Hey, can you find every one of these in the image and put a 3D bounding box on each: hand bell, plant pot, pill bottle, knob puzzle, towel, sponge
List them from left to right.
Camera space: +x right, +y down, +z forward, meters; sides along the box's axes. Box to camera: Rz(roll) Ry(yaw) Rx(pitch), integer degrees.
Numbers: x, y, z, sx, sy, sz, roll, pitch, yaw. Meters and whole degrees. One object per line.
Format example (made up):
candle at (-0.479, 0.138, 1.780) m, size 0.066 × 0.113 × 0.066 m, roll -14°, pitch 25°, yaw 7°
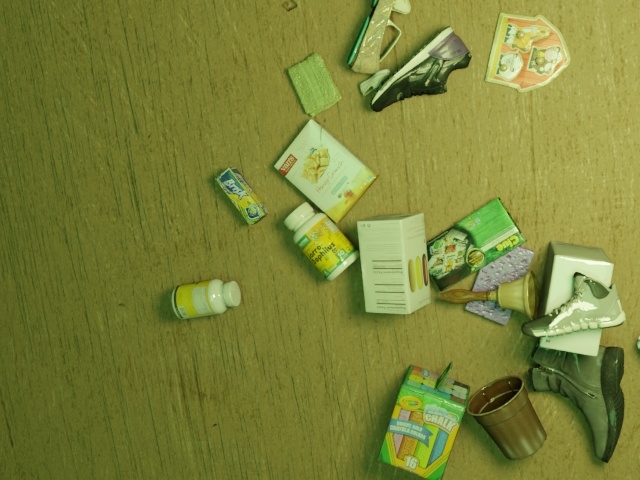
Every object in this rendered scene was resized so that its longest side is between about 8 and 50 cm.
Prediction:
pill bottle at (-0.329, 0.167, 2.125) m, size 0.184 × 0.103 × 0.103 m, roll -10°, pitch 96°, yaw 16°
towel at (-0.017, -0.421, 1.988) m, size 0.110 × 0.027 × 0.148 m, roll -26°, pitch 92°, yaw 19°
pill bottle at (0.000, 0.000, 2.000) m, size 0.117 × 0.117 × 0.208 m, roll -43°, pitch 86°, yaw 17°
hand bell at (0.427, 0.145, 1.892) m, size 0.241 × 0.126 × 0.126 m, roll -4°, pitch 97°, yaw 27°
sponge at (0.471, 0.105, 1.929) m, size 0.117 × 0.031 × 0.210 m, roll 20°, pitch 103°, yaw 11°
plant pot at (0.495, 0.470, 1.918) m, size 0.166 × 0.167 × 0.165 m, roll -30°, pitch 97°, yaw 18°
knob puzzle at (0.524, -0.465, 1.828) m, size 0.213 × 0.030 × 0.213 m, roll 2°, pitch 99°, yaw 15°

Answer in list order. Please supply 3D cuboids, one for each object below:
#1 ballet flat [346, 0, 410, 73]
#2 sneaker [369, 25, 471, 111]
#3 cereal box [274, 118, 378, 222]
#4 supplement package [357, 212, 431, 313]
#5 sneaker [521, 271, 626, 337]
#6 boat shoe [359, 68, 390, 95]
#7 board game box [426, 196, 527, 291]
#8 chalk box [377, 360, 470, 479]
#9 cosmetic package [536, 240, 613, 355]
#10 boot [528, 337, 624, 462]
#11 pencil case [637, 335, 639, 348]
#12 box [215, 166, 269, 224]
ballet flat at (0.168, -0.577, 1.886) m, size 0.106 × 0.108 × 0.316 m, roll 19°, pitch 109°, yaw -8°
sneaker at (0.258, -0.406, 1.876) m, size 0.283 × 0.107 × 0.124 m, roll -40°, pitch 93°, yaw 17°
cereal box at (0.014, -0.190, 2.003) m, size 0.240 × 0.047 × 0.173 m, roll 41°, pitch 107°, yaw 6°
supplement package at (0.196, 0.059, 1.930) m, size 0.133 × 0.139 × 0.244 m, roll -1°, pitch 99°, yaw 34°
sneaker at (0.559, 0.139, 1.653) m, size 0.228 × 0.086 × 0.132 m, roll -10°, pitch 92°, yaw 4°
boat shoe at (0.145, -0.412, 1.925) m, size 0.100 × 0.035 × 0.035 m, roll -26°, pitch 72°, yaw 36°
board game box at (0.390, 0.013, 1.918) m, size 0.259 × 0.030 × 0.136 m, roll -33°, pitch 76°, yaw 23°
chalk box at (0.287, 0.456, 1.959) m, size 0.179 × 0.180 × 0.289 m, roll 18°, pitch 102°, yaw 12°
cosmetic package at (0.616, 0.135, 1.791) m, size 0.138 × 0.224 × 0.224 m, roll 9°, pitch 101°, yaw 14°
boot at (0.657, 0.398, 1.890) m, size 0.222 × 0.118 × 0.339 m, roll 5°, pitch 111°, yaw 32°
pencil case at (0.872, 0.167, 1.784) m, size 0.124 × 0.113 × 0.273 m, roll 23°, pitch 105°, yaw 32°
box at (-0.220, -0.127, 2.072) m, size 0.054 × 0.059 × 0.169 m, roll -38°, pitch 87°, yaw 15°
